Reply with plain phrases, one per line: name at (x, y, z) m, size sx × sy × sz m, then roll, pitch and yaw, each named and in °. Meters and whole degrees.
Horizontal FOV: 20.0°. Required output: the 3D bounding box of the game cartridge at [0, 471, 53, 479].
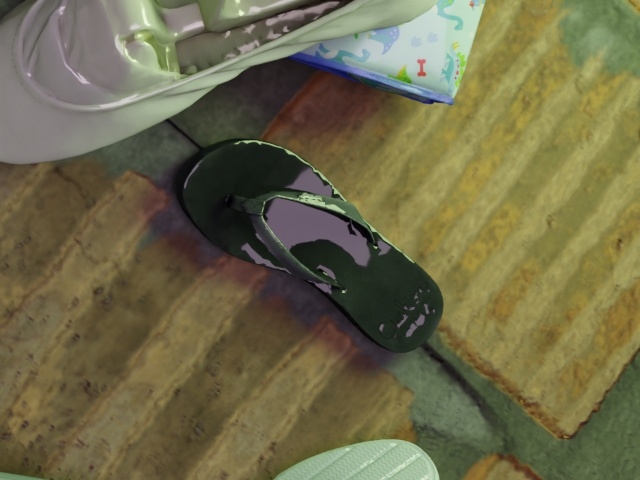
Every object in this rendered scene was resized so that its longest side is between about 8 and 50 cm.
game cartridge at (-0.266, 0.323, 1.385) m, size 0.198 × 0.062 × 0.297 m, roll 15°, pitch 95°, yaw -30°

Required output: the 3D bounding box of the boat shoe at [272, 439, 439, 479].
boat shoe at (-0.034, 0.269, 1.470) m, size 0.302 × 0.109 × 0.094 m, roll -30°, pitch 141°, yaw -14°

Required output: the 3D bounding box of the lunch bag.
lunch bag at (0.046, -0.187, 1.435) m, size 0.151 × 0.096 × 0.129 m, roll 16°, pitch 91°, yaw -12°

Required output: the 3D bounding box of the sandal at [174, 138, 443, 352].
sandal at (0.001, 0.000, 1.462) m, size 0.254 × 0.054 × 0.097 m, roll 32°, pitch 85°, yaw -19°

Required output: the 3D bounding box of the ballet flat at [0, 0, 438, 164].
ballet flat at (-0.094, -0.172, 1.329) m, size 0.400 × 0.139 × 0.139 m, roll -19°, pitch 102°, yaw 0°
